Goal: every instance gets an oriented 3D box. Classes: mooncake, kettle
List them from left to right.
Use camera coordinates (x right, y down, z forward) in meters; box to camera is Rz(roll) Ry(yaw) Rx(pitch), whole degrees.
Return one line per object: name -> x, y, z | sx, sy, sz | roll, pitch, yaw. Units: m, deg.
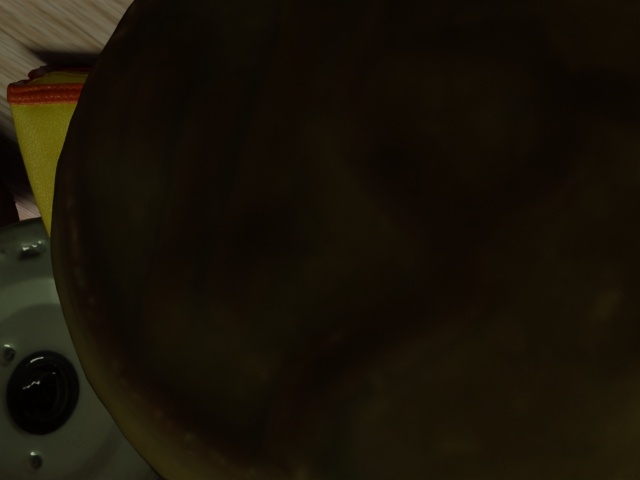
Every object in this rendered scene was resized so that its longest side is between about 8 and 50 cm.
kettle -> -0.151, 0.109, 1.303 | 0.319, 0.247, 0.342 | 45, -172, 24
mooncake -> 0.039, 0.000, 0.662 | 0.284, 0.284, 0.155 | 14, 165, 17

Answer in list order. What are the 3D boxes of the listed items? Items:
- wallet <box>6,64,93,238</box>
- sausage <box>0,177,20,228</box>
wallet -> -0.078, -0.043, 1.009 | 0.241, 0.067, 0.141 | 6, 124, 40
sausage -> -0.284, -0.052, 1.258 | 0.087, 0.088, 0.433 | 18, 165, 3
